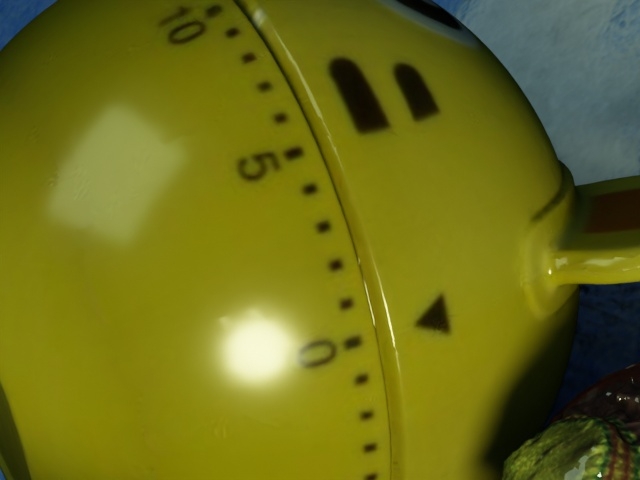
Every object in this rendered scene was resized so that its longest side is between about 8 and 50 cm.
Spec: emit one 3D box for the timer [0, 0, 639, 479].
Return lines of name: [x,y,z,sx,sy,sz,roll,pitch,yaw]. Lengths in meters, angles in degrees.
timer: [0.000,0.000,1.015,0.387,0.376,0.376,-18,24,-19]

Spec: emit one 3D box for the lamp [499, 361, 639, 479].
lamp: [0.142,0.121,0.852,0.156,0.135,0.157,-10,49,49]
